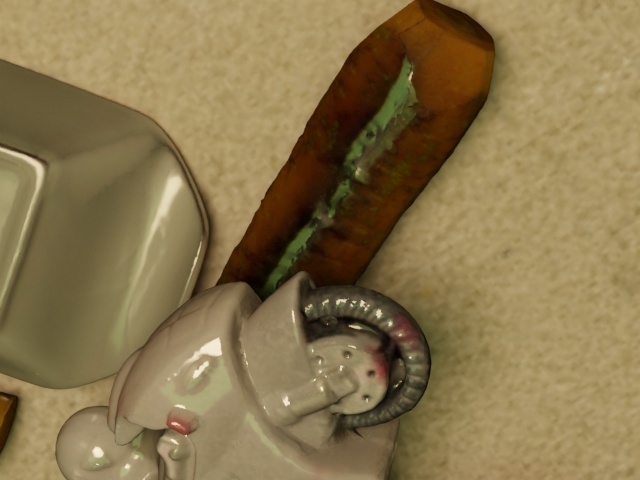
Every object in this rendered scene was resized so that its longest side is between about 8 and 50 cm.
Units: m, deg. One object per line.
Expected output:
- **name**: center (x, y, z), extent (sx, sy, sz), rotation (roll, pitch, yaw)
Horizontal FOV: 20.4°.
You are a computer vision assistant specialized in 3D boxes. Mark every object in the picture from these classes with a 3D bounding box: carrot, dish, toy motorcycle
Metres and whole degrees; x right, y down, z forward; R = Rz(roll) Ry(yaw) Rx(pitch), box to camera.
- **carrot**: center (0.000, 0.000, 0.879), extent (0.070, 0.070, 0.260), rotation (29, 109, -4)
- **dish**: center (-0.174, -0.012, 0.878), extent (0.234, 0.064, 0.154), rotation (19, 97, -3)
- **toy motorcycle**: center (-0.044, 0.116, 0.849), extent (0.171, 0.110, 0.260), rotation (16, 124, 5)

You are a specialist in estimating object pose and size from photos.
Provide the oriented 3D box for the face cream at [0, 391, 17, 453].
- **face cream**: center (-0.250, 0.072, 0.931), extent (0.182, 0.051, 0.072), rotation (21, 95, -2)
